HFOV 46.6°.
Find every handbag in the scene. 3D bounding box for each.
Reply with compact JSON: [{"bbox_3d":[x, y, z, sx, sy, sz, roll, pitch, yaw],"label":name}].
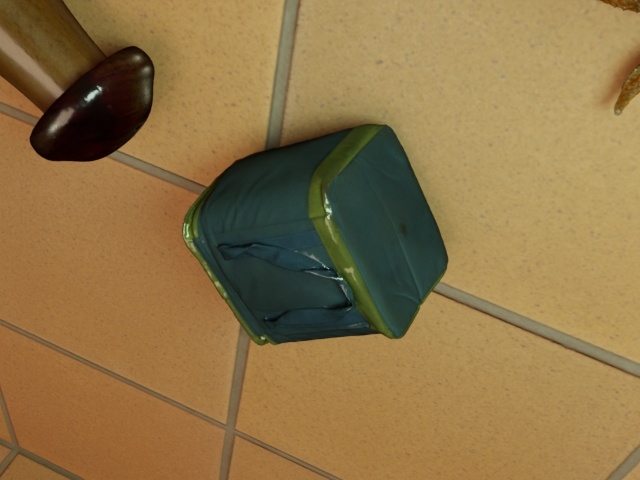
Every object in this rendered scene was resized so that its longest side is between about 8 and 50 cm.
[{"bbox_3d":[0.000,0.000,0.951,0.241,0.222,0.263,-5,126,39],"label":"handbag"}]

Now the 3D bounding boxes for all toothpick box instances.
[{"bbox_3d":[-0.351,-0.239,0.951,0.294,0.192,0.192,48,135,-10],"label":"toothpick box"}]

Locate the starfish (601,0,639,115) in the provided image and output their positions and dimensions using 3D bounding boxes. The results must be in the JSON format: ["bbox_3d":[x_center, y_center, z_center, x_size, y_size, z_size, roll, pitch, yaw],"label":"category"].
[{"bbox_3d":[0.367,-0.218,0.636,0.293,0.084,0.302,3,135,26],"label":"starfish"}]
